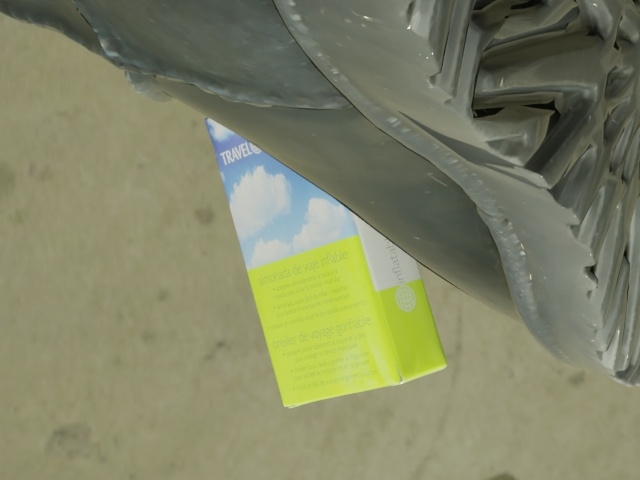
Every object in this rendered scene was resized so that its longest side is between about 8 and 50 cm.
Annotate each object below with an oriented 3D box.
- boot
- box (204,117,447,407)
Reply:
[{"bbox_3d":[-0.099,-0.112,0.536,0.146,0.445,0.367,-67,154,-11],"label":"boot"},{"bbox_3d":[0.000,0.000,0.956,0.042,0.178,0.109,-14,177,-40],"label":"box"}]
